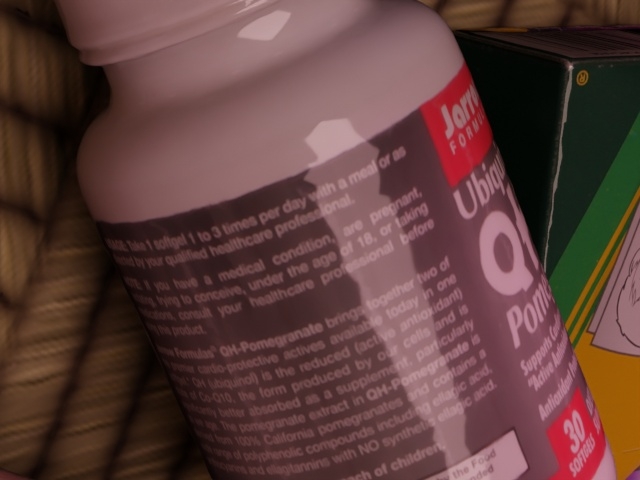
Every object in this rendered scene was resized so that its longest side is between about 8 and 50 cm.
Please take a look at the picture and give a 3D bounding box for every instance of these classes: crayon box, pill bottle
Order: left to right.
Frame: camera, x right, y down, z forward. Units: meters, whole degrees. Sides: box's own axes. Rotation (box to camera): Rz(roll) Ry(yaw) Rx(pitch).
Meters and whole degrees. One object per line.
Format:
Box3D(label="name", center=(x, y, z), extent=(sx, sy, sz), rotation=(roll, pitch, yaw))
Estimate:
Box3D(label="pill bottle", center=(0.000, 0.000, 0.722), extent=(0.176, 0.176, 0.319), rotation=(-30, 108, -24))
Box3D(label="crayon box", center=(0.227, 0.036, 0.954), extent=(0.363, 0.106, 0.313), rotation=(-6, 108, -34))

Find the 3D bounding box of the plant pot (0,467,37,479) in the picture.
Box3D(label="plant pot", center=(-0.173, 0.202, 0.617), extent=(0.305, 0.333, 0.334), rotation=(19, 93, -49))
